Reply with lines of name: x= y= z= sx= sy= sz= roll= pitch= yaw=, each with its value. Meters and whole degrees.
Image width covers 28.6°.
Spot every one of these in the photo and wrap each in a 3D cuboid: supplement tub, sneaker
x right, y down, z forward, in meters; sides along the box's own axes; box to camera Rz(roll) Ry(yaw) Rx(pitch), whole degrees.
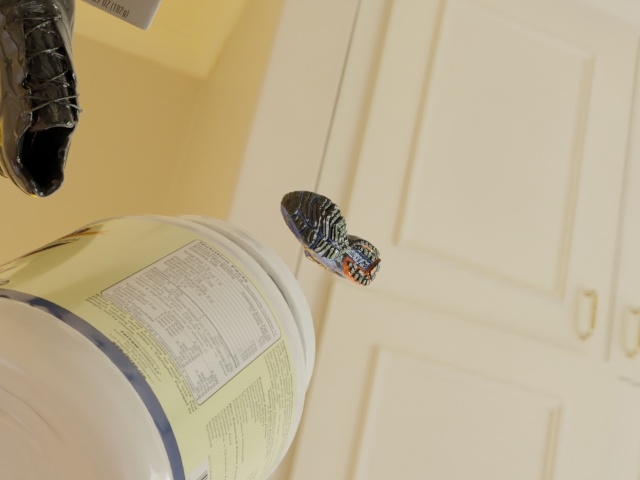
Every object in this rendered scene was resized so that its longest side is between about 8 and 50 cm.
supplement tub: x=-0.149 y=0.113 z=0.857 sx=0.235 sy=0.235 sz=0.325 roll=4 pitch=15 yaw=18
sneaker: x=-0.291 y=-0.177 z=1.303 sx=0.109 sy=0.130 sz=0.286 roll=-12 pitch=-59 yaw=-26
sneaker: x=0.000 y=0.000 z=1.887 sx=0.087 sy=0.083 sz=0.221 roll=7 pitch=-29 yaw=41

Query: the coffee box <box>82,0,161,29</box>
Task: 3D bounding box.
coffee box: x=-0.114 y=-0.299 z=0.747 sx=0.168 sy=0.119 sz=0.297 roll=24 pitch=-51 yaw=-13
